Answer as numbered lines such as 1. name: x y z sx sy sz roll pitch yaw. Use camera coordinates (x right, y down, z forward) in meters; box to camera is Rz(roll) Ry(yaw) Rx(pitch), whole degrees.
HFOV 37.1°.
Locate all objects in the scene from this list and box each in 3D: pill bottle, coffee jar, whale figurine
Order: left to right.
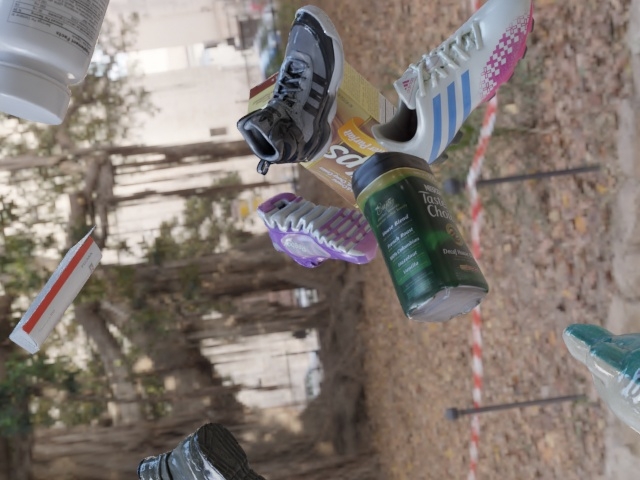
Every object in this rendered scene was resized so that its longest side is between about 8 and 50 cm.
1. pill bottle: -0.401 -0.324 1.390 0.160 0.160 0.283 85 -159 -81
2. coffee jar: 0.103 -0.008 1.021 0.096 0.079 0.184 9 -130 -47
3. whale figurine: 0.420 0.162 1.186 0.141 0.216 0.272 -57 25 8

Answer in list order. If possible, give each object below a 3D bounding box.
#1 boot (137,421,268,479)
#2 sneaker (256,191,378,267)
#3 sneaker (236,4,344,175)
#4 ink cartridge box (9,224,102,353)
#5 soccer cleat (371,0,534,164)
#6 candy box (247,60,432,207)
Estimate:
1. boot: -0.134 0.373 1.303 0.246 0.161 0.083 54 -144 4
2. sneaker: 0.000 0.000 1.574 0.095 0.236 0.105 -34 -50 -38
3. sneaker: -0.049 -0.226 1.501 0.101 0.153 0.269 28 130 31
4. ink cartridge box: -0.413 0.082 1.529 0.189 0.066 0.232 -60 19 -22
5. soccer cleat: 0.204 -0.260 1.504 0.331 0.143 0.116 -58 34 24
6. candy box: 0.039 -0.199 1.735 0.316 0.183 0.088 36 -137 -37
